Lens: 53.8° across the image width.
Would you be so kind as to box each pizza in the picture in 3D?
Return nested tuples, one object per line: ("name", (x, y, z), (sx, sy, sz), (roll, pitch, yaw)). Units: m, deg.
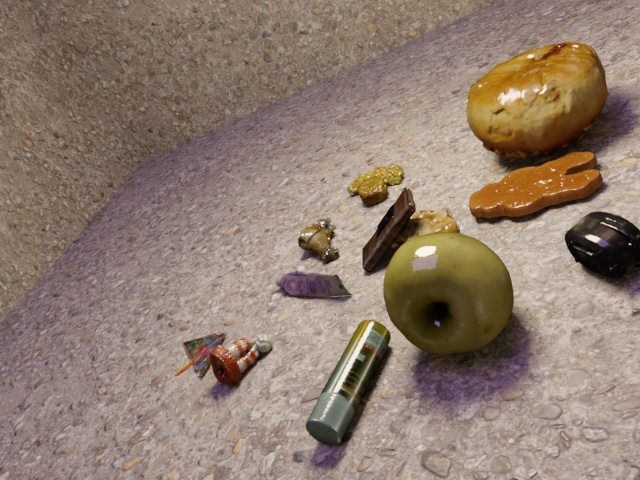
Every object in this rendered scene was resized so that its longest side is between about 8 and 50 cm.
("pizza", (0.271, -0.038, 1.725), (0.189, 0.071, 0.297), (-32, 20, 5))

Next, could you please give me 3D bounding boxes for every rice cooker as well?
("rice cooker", (0.575, 0.009, 1.273), (0.106, 0.112, 0.165), (-37, 24, -2))

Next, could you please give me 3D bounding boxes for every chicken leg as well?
("chicken leg", (-0.008, 0.002, 1.946), (0.125, 0.081, 0.196), (-14, 29, 5))

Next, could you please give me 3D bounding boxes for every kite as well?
("kite", (-0.342, 0.319, 1.800), (0.183, 0.014, 0.241), (-41, 27, -15))

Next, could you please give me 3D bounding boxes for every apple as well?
("apple", (0.261, 0.106, 1.291), (0.262, 0.262, 0.262), (-24, 26, 13))

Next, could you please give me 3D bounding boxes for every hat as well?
("hat", (-0.198, 0.291, 1.624), (0.093, 0.112, 0.162), (33, 52, 32))

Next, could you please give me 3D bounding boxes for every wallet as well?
("wallet", (0.182, -0.029, 1.713), (0.230, 0.042, 0.124), (-60, 14, 26))

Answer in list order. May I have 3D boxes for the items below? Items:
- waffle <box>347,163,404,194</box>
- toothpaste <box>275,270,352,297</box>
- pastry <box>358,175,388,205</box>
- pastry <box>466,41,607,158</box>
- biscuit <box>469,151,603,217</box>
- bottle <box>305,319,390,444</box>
("waffle", (0.193, -0.206, 2.138), (0.160, 0.046, 0.192), (-40, 27, -23))
("toothpaste", (-0.030, 0.121, 1.765), (0.048, 0.075, 0.301), (-20, 13, -37))
("pastry", (0.170, -0.163, 2.055), (0.097, 0.057, 0.109), (-49, 41, -15))
("pastry", (0.614, -0.388, 1.789), (0.409, 0.245, 0.410), (-21, 28, 12))
("biscuit", (0.549, -0.132, 1.628), (0.333, 0.047, 0.202), (-17, 28, 21))
("bottle", (0.063, 0.294, 1.335), (0.082, 0.082, 0.286), (-9, 33, 37))
